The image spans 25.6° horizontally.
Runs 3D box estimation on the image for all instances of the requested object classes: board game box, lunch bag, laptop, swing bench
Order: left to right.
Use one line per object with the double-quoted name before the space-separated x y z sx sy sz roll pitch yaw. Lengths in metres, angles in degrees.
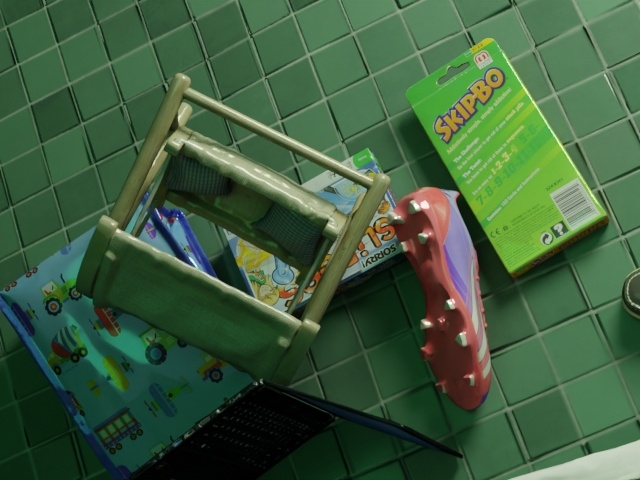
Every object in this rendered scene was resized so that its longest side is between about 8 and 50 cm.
"lunch bag" -0.200 0.130 1.637 0.221 0.138 0.293 -34 75 6
"swing bench" -0.098 0.000 1.514 0.253 0.165 0.254 26 82 -1
"laptop" -0.019 0.235 1.467 0.264 0.234 0.136 -38 65 7
"board game box" 0.000 0.000 1.636 0.201 0.035 0.136 -30 67 11
"board game box" 0.205 -0.097 1.585 0.124 0.039 0.259 -32 69 9

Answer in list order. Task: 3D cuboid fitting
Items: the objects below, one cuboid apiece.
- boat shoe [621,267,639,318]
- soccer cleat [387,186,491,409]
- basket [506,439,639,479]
"boat shoe" 0.418 0.047 1.441 0.224 0.073 0.080 1 75 21
"soccer cleat" 0.149 0.059 1.543 0.083 0.095 0.248 -26 79 49
"basket" 0.248 0.384 1.234 0.331 0.328 0.266 -22 46 15
